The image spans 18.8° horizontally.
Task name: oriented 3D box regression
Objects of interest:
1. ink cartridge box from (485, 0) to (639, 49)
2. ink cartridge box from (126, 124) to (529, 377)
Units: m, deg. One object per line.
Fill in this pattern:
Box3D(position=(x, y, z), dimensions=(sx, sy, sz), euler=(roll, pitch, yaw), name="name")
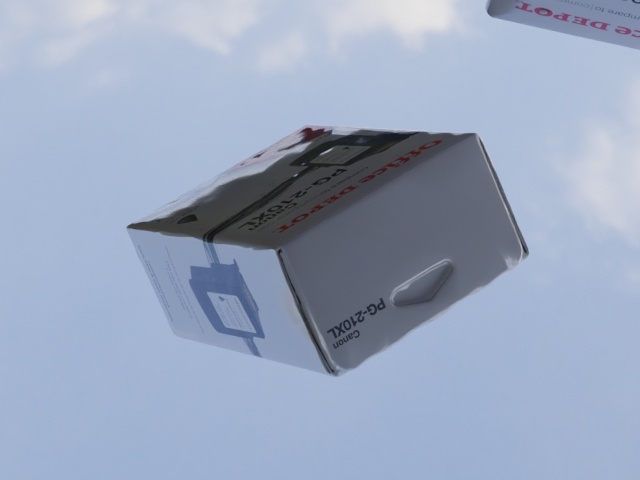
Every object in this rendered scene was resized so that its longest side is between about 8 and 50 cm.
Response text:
Box3D(position=(0.216, -0.246, 1.210), dimensions=(0.171, 0.233, 0.168), euler=(13, -113, -2), name="ink cartridge box")
Box3D(position=(0.000, 0.000, 1.327), dimensions=(0.172, 0.100, 0.237), euler=(-31, -162, -24), name="ink cartridge box")
